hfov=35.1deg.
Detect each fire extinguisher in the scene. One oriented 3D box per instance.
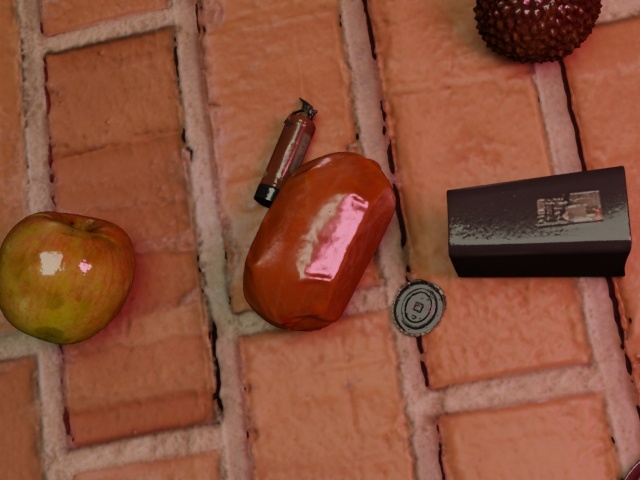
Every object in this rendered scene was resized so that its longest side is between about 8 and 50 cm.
[{"bbox_3d":[-0.047,-0.134,1.505,0.062,0.050,0.177,6,71,53],"label":"fire extinguisher"}]

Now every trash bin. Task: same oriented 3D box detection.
[{"bbox_3d":[0.289,-0.016,1.344,0.226,0.165,0.115,-3,75,13],"label":"trash bin"}]

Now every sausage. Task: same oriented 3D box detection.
[{"bbox_3d":[-0.001,-0.001,1.401,0.141,0.153,0.268,24,80,23],"label":"sausage"}]

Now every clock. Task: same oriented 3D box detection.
[{"bbox_3d":[0.137,0.095,1.422,0.074,0.010,0.083,22,80,16],"label":"clock"}]

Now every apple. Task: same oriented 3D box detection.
[{"bbox_3d":[-0.364,0.053,1.442,0.196,0.196,0.196,-3,74,11],"label":"apple"}]

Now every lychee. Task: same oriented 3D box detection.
[{"bbox_3d":[0.307,-0.341,1.423,0.188,0.188,0.188,-3,74,11],"label":"lychee"}]

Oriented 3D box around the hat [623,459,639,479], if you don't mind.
[{"bbox_3d":[0.468,0.347,1.244,0.205,0.089,0.205,-3,74,10],"label":"hat"}]
